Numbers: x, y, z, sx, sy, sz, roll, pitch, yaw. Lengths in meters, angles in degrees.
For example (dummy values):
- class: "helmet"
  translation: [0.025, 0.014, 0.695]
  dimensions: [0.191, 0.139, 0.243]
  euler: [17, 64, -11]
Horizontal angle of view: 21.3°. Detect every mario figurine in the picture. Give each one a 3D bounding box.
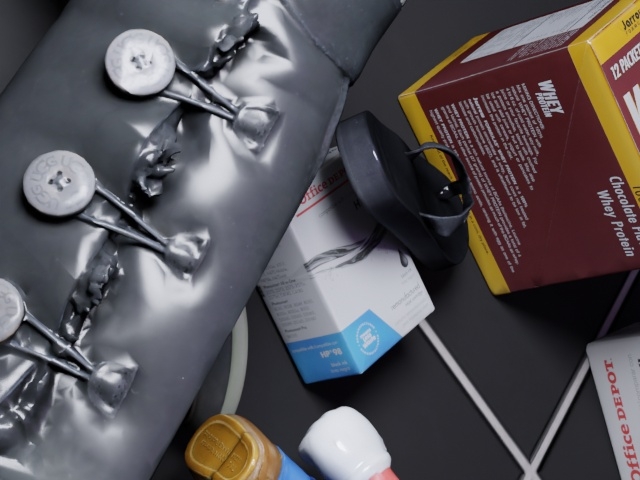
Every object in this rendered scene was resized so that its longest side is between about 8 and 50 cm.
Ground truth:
- class: "mario figurine"
  translation: [0.008, 0.245, 1.163]
  dimensions: [0.320, 0.198, 0.170]
  euler: [38, 15, -33]

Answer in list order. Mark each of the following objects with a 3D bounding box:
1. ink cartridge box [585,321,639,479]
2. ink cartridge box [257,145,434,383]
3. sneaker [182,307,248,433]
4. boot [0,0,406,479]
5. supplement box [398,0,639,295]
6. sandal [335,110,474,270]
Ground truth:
- class: "ink cartridge box"
  translation: [0.344, 0.138, 1.455]
  dimensions: [0.086, 0.203, 0.148]
  euler: [-17, 92, -44]
- class: "ink cartridge box"
  translation: [0.000, 0.000, 1.239]
  dimensions: [0.104, 0.060, 0.180]
  euler: [-38, 107, -44]
- class: "sneaker"
  translation: [-0.119, 0.024, 1.117]
  dimensions: [0.118, 0.083, 0.222]
  euler: [-6, 93, -25]
- class: "boot"
  translation: [-0.172, -0.086, 1.009]
  dimensions: [0.445, 0.367, 0.146]
  euler: [-63, 165, -10]
- class: "supplement box"
  translation: [0.206, -0.079, 1.371]
  dimensions: [0.129, 0.194, 0.191]
  euler: [-40, 109, -43]
- class: "sandal"
  translation: [0.079, -0.035, 1.259]
  dimensions: [0.097, 0.054, 0.254]
  euler: [70, 13, 12]
